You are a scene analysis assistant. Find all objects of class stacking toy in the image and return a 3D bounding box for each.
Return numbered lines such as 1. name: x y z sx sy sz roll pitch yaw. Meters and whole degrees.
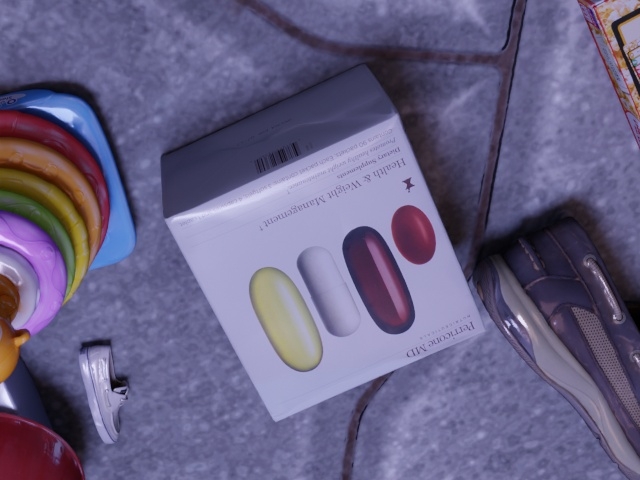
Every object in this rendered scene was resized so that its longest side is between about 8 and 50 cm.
1. stacking toy: -0.236 0.017 0.834 0.175 0.302 0.165 -16 116 0

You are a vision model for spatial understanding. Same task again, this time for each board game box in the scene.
1. board game box: 0.323 -0.157 0.981 0.147 0.045 0.193 -27 116 5

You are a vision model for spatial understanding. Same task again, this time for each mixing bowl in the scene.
1. mixing bowl: -0.288 0.243 0.965 0.181 0.098 0.181 -6 125 -9

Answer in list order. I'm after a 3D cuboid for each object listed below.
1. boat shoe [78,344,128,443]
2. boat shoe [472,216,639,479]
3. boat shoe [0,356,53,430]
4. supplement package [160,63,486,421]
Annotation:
1. boat shoe: -0.192 0.139 1.049 0.035 0.035 0.100 -10 110 -1
2. boat shoe: 0.288 0.121 1.060 0.130 0.132 0.355 -40 116 11
3. boat shoe: -0.280 0.187 1.038 0.076 0.080 0.228 -18 124 -2
4. supplement package: 0.000 0.000 0.948 0.194 0.149 0.203 -25 115 3
